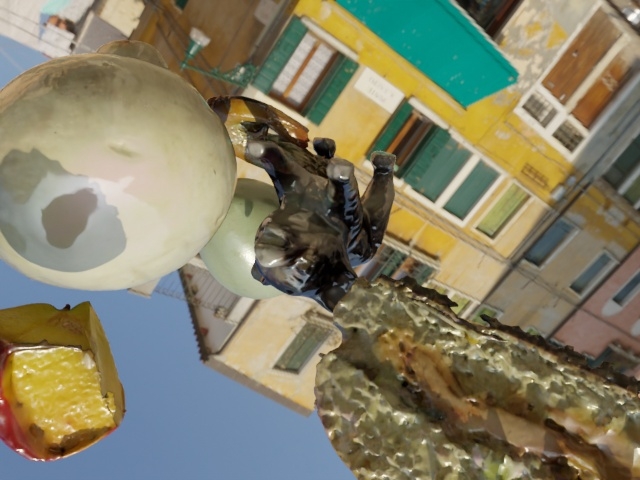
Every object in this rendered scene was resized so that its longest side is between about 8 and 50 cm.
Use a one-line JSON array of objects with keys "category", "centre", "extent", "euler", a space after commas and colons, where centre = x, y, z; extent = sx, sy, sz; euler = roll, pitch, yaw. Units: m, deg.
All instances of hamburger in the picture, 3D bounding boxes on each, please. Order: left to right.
[{"category": "hamburger", "centre": [0.218, 0.242, 0.685], "extent": [0.445, 0.268, 0.287], "euler": [22, 176, 20]}]

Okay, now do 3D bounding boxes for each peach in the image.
[{"category": "peach", "centre": [-0.249, 0.127, 0.487], "extent": [0.151, 0.118, 0.151], "euler": [28, -174, -3]}]

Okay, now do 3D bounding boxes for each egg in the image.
[{"category": "egg", "centre": [-0.133, -0.009, 1.012], "extent": [0.218, 0.218, 0.295], "euler": [50, 175, 37]}]

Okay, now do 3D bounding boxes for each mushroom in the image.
[{"category": "mushroom", "centre": [-0.239, -0.094, 0.659], "extent": [0.315, 0.315, 0.356], "euler": [36, -123, 0]}]

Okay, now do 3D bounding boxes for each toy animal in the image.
[{"category": "toy animal", "centre": [0.000, 0.000, 0.823], "extent": [0.194, 0.303, 0.344], "euler": [14, -164, 21]}]

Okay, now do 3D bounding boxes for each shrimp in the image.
[{"category": "shrimp", "centre": [-0.068, -0.152, 0.806], "extent": [0.248, 0.068, 0.150], "euler": [24, 160, -20]}]
